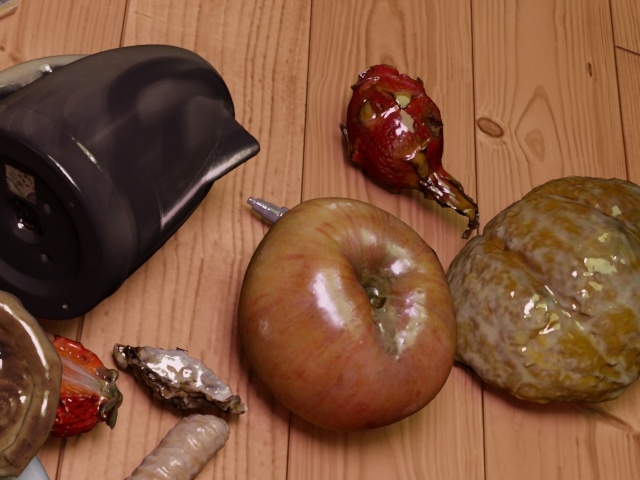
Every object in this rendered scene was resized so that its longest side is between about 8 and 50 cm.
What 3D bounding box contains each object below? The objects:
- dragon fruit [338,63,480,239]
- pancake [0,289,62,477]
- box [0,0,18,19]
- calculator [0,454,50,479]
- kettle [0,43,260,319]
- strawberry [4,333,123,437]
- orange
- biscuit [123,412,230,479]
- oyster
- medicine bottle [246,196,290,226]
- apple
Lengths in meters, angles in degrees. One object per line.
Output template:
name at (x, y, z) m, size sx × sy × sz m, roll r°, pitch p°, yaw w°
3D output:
dragon fruit at (0.119, -0.108, 1.767) m, size 0.246 × 0.125 × 0.125 m, roll 50°, pitch 19°, yaw 5°
pancake at (-0.359, 0.137, 1.312) m, size 0.235 × 0.029 × 0.212 m, roll -21°, pitch 83°, yaw -10°
box at (-0.429, -0.310, 1.657) m, size 0.149 × 0.020 × 0.073 m, roll 48°, pitch 52°, yaw 5°
calculator at (-0.339, 0.256, 1.338) m, size 0.184 × 0.042 × 0.295 m, roll -21°, pitch 72°, yaw -36°
kettle at (-0.255, -0.107, 1.526) m, size 0.321 × 0.228 × 0.324 m, roll 21°, pitch 40°, yaw 24°
strawberry at (-0.285, 0.137, 1.401) m, size 0.187 × 0.146 × 0.082 m, roll 30°, pitch 93°, yaw -11°
orange at (0.331, 0.047, 1.737) m, size 0.369 × 0.210 × 0.271 m, roll -29°, pitch 75°, yaw -41°
biscuit at (-0.172, 0.250, 1.428) m, size 0.061 × 0.055 × 0.219 m, roll 12°, pitch 40°, yaw 34°
oyster at (-0.153, 0.149, 1.496) m, size 0.148 × 0.051 × 0.103 m, roll 33°, pitch 6°, yaw 15°
medicine bottle at (0.000, 0.000, 1.677) m, size 0.199 × 0.057 × 0.057 m, roll 30°, pitch 51°, yaw -8°
apple at (0.026, 0.084, 1.551) m, size 0.261 × 0.194 × 0.260 m, roll 13°, pitch 58°, yaw -22°
